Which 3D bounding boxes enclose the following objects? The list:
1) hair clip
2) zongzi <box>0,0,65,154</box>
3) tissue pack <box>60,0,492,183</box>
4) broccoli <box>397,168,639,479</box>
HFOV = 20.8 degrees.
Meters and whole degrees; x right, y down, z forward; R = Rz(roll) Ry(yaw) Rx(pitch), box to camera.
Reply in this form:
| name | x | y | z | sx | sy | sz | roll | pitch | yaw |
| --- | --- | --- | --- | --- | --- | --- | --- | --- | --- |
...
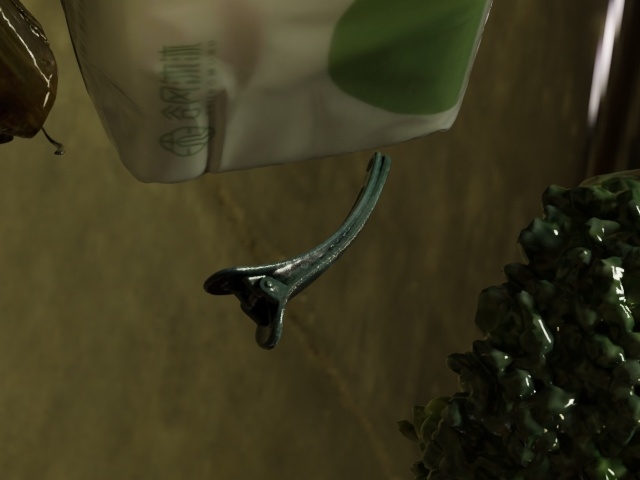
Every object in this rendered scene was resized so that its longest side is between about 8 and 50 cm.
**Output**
| name | x | y | z | sx | sy | sz | roll | pitch | yaw |
| --- | --- | --- | --- | --- | --- | --- | --- | --- | --- |
| hair clip | 0.000 | 0.000 | 1.346 | 0.229 | 0.070 | 0.039 | -42 | 176 | -45 |
| zongzi | -0.207 | -0.155 | 0.999 | 0.247 | 0.241 | 0.111 | 33 | 52 | -31 |
| tissue pack | -0.028 | -0.223 | 0.688 | 0.356 | 0.194 | 0.266 | 101 | -25 | -61 |
| broccoli | 0.163 | 0.069 | 0.724 | 0.243 | 0.263 | 0.247 | 169 | -70 | -82 |
